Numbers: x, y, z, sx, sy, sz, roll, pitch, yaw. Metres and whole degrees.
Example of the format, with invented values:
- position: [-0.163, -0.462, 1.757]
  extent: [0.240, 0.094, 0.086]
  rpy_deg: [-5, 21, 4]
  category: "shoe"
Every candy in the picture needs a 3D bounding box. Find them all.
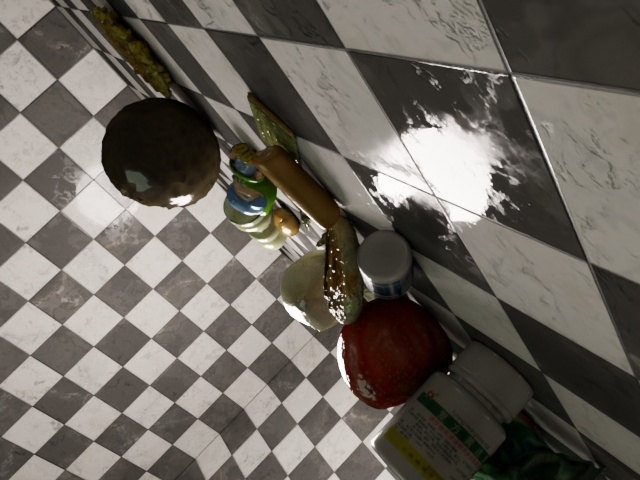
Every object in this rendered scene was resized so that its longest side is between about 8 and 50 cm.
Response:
- position: [0.424, 0.491, 1.395]
  extent: [0.398, 0.263, 0.172]
  rpy_deg: [42, 163, 19]
  category: "candy"

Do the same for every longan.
- position: [-0.521, -0.279, 1.911]
  extent: [0.391, 0.391, 0.391]
  rpy_deg: [44, 173, 7]
  category: "longan"

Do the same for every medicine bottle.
- position: [0.298, 0.406, 1.299]
  extent: [0.208, 0.339, 0.208]
  rpy_deg: [44, 173, 7]
  category: "medicine bottle"
- position: [0.136, 0.058, 1.182]
  extent: [0.107, 0.107, 0.191]
  rpy_deg: [42, 173, 21]
  category: "medicine bottle"

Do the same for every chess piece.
- position: [-0.227, -0.070, 2.242]
  extent: [0.182, 0.182, 0.330]
  rpy_deg: [41, 173, 30]
  category: "chess piece"

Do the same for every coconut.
- position: [0.001, 0.160, 1.848]
  extent: [0.245, 0.245, 0.247]
  rpy_deg: [45, -146, 2]
  category: "coconut"

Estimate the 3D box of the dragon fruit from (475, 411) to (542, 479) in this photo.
- position: [0.445, 0.558, 1.635]
  extent: [0.314, 0.263, 0.296]
  rpy_deg: [47, 172, -14]
  category: "dragon fruit"

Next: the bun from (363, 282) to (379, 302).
- position: [0.142, 0.144, 1.659]
  extent: [0.183, 0.102, 0.183]
  rpy_deg: [45, 176, 4]
  category: "bun"

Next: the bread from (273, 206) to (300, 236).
- position: [-0.128, -0.062, 2.126]
  extent: [0.114, 0.077, 0.189]
  rpy_deg: [40, 170, 6]
  category: "bread"

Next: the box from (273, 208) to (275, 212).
- position: [-0.180, -0.101, 2.385]
  extent: [0.083, 0.024, 0.054]
  rpy_deg: [37, 171, 46]
  category: "box"

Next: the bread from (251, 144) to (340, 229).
- position: [-0.049, -0.121, 1.285]
  extent: [0.239, 0.074, 0.092]
  rpy_deg: [43, -178, -30]
  category: "bread"

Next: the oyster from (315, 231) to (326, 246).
- position: [0.000, 0.000, 1.790]
  extent: [0.083, 0.080, 0.038]
  rpy_deg: [-18, 96, 45]
  category: "oyster"

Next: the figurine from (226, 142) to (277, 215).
- position: [-0.208, -0.177, 1.731]
  extent: [0.162, 0.143, 0.263]
  rpy_deg: [34, 152, 21]
  category: "figurine"

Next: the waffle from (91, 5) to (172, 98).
- position: [-0.559, -0.565, 1.751]
  extent: [0.325, 0.068, 0.302]
  rpy_deg: [46, 173, -26]
  category: "waffle"

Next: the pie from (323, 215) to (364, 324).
- position: [0.050, 0.069, 1.416]
  extent: [0.274, 0.055, 0.275]
  rpy_deg: [175, 90, -77]
  category: "pie"

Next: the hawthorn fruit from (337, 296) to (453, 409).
- position: [0.165, 0.255, 1.481]
  extent: [0.330, 0.287, 0.287]
  rpy_deg: [60, 178, 21]
  category: "hawthorn fruit"

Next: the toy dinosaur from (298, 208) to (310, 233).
- position: [-0.045, -0.058, 1.856]
  extent: [0.041, 0.026, 0.113]
  rpy_deg: [47, 168, 50]
  category: "toy dinosaur"

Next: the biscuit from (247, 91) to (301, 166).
- position: [-0.097, -0.227, 1.258]
  extent: [0.139, 0.016, 0.231]
  rpy_deg: [43, 173, 9]
  category: "biscuit"
